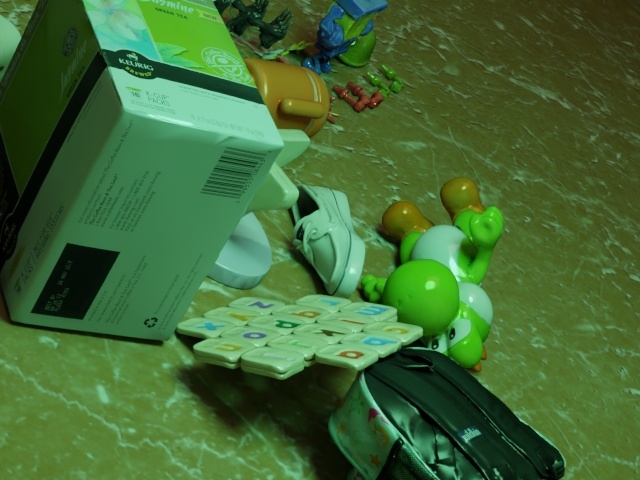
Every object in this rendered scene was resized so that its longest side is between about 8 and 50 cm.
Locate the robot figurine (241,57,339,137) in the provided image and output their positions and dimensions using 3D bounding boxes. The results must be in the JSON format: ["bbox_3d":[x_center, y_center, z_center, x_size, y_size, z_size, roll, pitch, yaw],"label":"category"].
[{"bbox_3d":[-0.077,-0.224,2.279,0.219,0.158,0.128,4,63,-41],"label":"robot figurine"}]

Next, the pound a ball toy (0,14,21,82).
[{"bbox_3d":[-0.550,-0.247,1.832,0.208,0.135,0.319,36,29,3],"label":"pound a ball toy"}]

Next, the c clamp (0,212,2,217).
[{"bbox_3d":[-0.458,-0.070,1.750,0.137,0.022,0.160,0,37,-11],"label":"c clamp"}]

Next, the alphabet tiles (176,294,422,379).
[{"bbox_3d":[-0.027,0.117,1.793,0.278,0.021,0.284,8,15,31],"label":"alphabet tiles"}]

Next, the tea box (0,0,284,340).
[{"bbox_3d":[-0.250,-0.110,1.732,0.220,0.329,0.323,10,38,-35],"label":"tea box"}]

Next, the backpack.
[{"bbox_3d":[0.136,0.254,1.719,0.225,0.191,0.253,-12,53,-50],"label":"backpack"}]

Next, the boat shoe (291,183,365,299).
[{"bbox_3d":[0.000,0.000,2.078,0.084,0.095,0.258,18,22,-19],"label":"boat shoe"}]

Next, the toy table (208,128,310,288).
[{"bbox_3d":[-0.137,-0.086,1.983,0.274,0.161,0.252,44,31,19],"label":"toy table"}]

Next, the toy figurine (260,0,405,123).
[{"bbox_3d":[0.079,-0.377,2.570,0.191,0.217,0.362,41,31,12],"label":"toy figurine"}]

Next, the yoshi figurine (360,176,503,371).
[{"bbox_3d":[0.166,0.038,2.094,0.203,0.203,0.362,11,36,-8],"label":"yoshi figurine"}]

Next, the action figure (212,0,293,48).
[{"bbox_3d":[-0.188,-0.408,2.428,0.276,0.141,0.164,4,32,-44],"label":"action figure"}]
